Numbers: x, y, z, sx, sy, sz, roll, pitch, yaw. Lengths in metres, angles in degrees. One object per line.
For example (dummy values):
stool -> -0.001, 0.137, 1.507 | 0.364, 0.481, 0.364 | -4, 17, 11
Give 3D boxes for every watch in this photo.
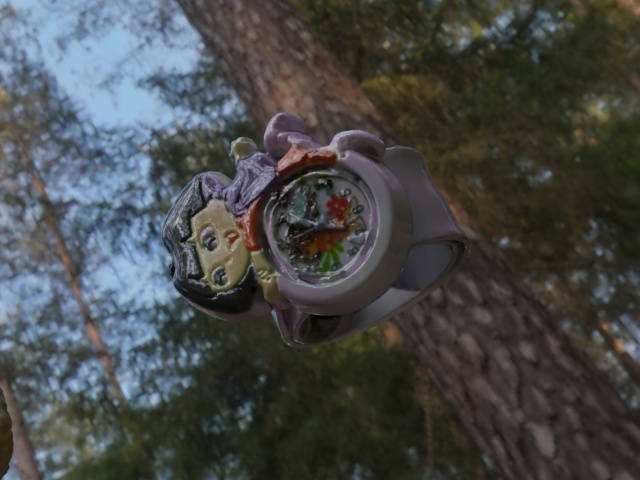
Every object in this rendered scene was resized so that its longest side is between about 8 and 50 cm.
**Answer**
watch -> 0.000, 0.000, 1.214 | 0.244, 0.196, 0.231 | -33, -19, 14

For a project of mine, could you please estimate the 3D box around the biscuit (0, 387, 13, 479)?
biscuit -> -0.275, 0.110, 0.690 | 0.219, 0.220, 0.033 | -16, -28, -22
